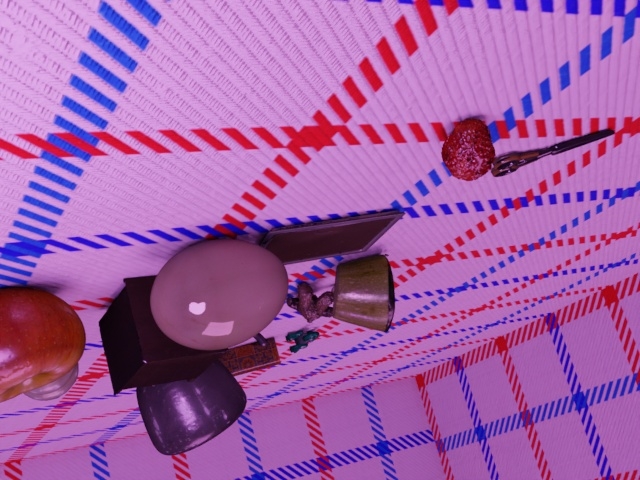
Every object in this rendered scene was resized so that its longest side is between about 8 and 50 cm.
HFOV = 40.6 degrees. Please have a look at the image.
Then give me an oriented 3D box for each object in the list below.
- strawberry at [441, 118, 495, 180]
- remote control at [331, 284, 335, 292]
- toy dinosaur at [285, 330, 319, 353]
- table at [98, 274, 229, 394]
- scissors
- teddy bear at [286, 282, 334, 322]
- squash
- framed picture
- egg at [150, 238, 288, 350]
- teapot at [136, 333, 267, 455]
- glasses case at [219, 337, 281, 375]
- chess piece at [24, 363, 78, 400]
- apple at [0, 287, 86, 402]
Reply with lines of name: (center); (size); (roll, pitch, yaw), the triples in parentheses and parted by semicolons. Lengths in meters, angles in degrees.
strawberry: (0.224, -0.139, 1.297); (0.083, 0.083, 0.096); (-17, 131, 2)
remote control: (0.087, 0.131, 2.048); (0.122, 0.074, 0.032); (-9, 160, -18)
toy dinosaur: (-0.043, 0.277, 2.456); (0.096, 0.059, 0.132); (-19, 174, -19)
table: (-0.306, 0.174, 1.647); (0.169, 0.172, 0.193); (-5, 156, -32)
scissors: (0.405, -0.157, 1.508); (0.220, 0.017, 0.088); (-17, 163, 2)
teddy bear: (-0.021, 0.154, 1.991); (0.120, 0.077, 0.160); (14, 166, -4)
squash: (0.092, 0.110, 1.861); (0.123, 0.170, 0.170); (4, 162, -3)
framed picture: (0.000, 0.000, 1.639); (0.274, 0.016, 0.216); (-9, 163, -23)
egg: (-0.169, 0.090, 1.471); (0.242, 0.185, 0.186); (-11, 163, -23)
teapot: (-0.282, 0.274, 1.865); (0.305, 0.285, 0.223); (-29, -172, 10)
glasses case: (-0.225, 0.337, 2.426); (0.218, 0.075, 0.049); (-14, 162, -5)
chess piece: (-0.547, 0.216, 1.655); (0.133, 0.133, 0.243); (-13, 158, -11)
apple: (-0.518, 0.168, 1.440); (0.235, 0.173, 0.210); (-13, 160, -41)
